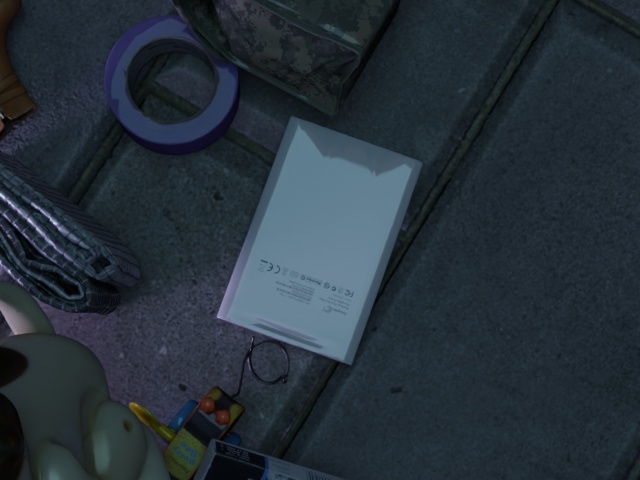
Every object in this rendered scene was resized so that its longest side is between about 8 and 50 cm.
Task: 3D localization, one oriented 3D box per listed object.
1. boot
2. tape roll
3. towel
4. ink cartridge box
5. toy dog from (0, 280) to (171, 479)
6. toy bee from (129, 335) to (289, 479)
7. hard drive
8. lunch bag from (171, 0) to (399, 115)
[{"bbox_3d":[-0.460,-0.246,1.986,0.152,0.073,0.197,44,94,5],"label":"boot"},{"bbox_3d":[-0.210,-0.221,1.979,0.189,0.080,0.189,0,82,-2],"label":"tape roll"},{"bbox_3d":[-0.389,-0.008,1.871,0.284,0.235,0.121,37,89,4],"label":"towel"},{"bbox_3d":[-0.086,0.383,1.845,0.206,0.045,0.208,19,112,-14],"label":"ink cartridge box"},{"bbox_3d":[-0.369,0.244,1.592,0.284,0.408,0.395,-1,89,16],"label":"toy dog"},{"bbox_3d":[-0.169,0.255,1.874,0.195,0.162,0.298,17,82,3],"label":"toy bee"},{"bbox_3d":[0.000,0.000,1.971,0.203,0.040,0.307,20,82,2],"label":"hard drive"},{"bbox_3d":[-0.043,-0.348,1.927,0.287,0.169,0.235,28,56,1],"label":"lunch bag"}]
